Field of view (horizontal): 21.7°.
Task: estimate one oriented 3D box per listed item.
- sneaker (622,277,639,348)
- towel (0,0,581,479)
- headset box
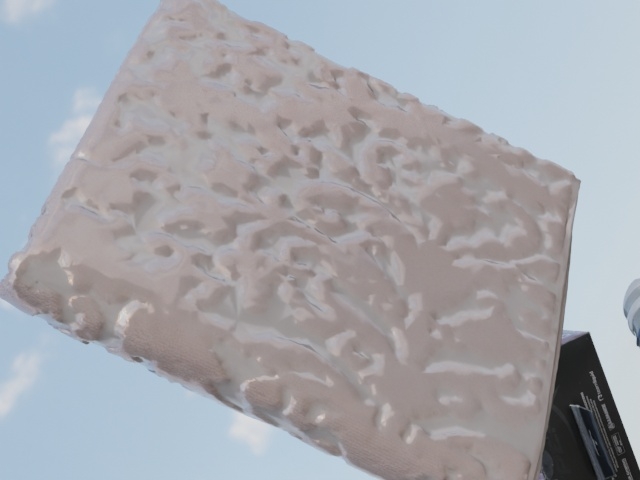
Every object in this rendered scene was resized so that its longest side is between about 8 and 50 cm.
[{"bbox_3d":[0.431,0.094,1.568,0.105,0.281,0.115,81,-173,-45],"label":"sneaker"},{"bbox_3d":[0.000,0.000,1.058,0.317,0.332,0.053,-72,9,-48],"label":"towel"},{"bbox_3d":[0.237,0.214,1.832,0.110,0.218,0.293,-22,5,-17],"label":"headset box"}]
